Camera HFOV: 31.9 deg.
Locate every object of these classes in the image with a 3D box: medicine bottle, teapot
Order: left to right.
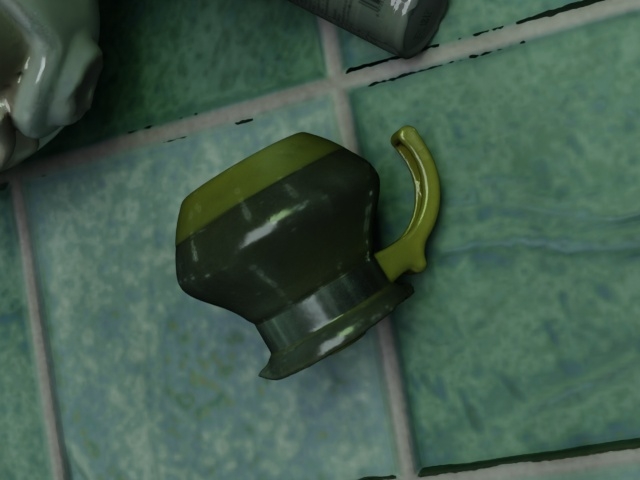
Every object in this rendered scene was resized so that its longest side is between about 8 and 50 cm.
[{"bbox_3d":[-0.018,-0.177,0.683,0.199,0.057,0.058,30,99,21],"label":"medicine bottle"},{"bbox_3d":[0.000,0.000,0.644,0.165,0.130,0.119,-31,91,-14],"label":"teapot"}]

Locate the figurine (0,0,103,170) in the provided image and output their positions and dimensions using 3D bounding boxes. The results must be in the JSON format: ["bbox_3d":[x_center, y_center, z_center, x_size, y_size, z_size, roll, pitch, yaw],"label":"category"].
[{"bbox_3d":[-0.209,-0.170,0.668,0.361,0.211,0.253,-43,87,24],"label":"figurine"}]
